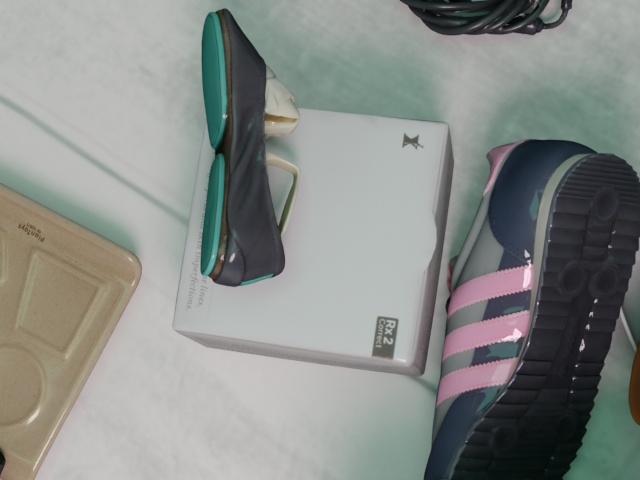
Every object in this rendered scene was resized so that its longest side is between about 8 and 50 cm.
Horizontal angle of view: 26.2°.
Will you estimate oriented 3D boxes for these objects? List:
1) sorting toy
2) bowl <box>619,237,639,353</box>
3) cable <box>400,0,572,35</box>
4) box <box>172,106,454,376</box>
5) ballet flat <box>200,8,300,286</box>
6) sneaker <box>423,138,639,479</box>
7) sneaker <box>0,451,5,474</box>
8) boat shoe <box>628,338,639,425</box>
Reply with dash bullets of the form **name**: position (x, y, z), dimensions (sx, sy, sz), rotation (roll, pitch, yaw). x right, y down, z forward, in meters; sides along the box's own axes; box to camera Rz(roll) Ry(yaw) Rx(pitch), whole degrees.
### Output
- **sorting toy**: position (-0.266, 0.066, 1.105), dimensions (0.193, 0.038, 0.208), rotation (27, 89, 12)
- **bowl**: position (0.291, 0.042, 1.021), dimensions (0.142, 0.053, 0.142), rotation (-18, 78, 3)
- **cable**: position (0.131, -0.253, 1.106), dimensions (0.150, 0.047, 0.185), rotation (-2, 83, 12)
- **box**: position (0.000, 0.000, 1.035), dimensions (0.181, 0.119, 0.181), rotation (8, 80, 9)
- **ballet flat**: position (-0.049, -0.064, 0.964), dimensions (0.074, 0.074, 0.203), rotation (-4, 72, 7)
- **sneaker**: position (0.136, 0.078, 1.024), dimensions (0.112, 0.131, 0.319), rotation (16, 98, -33)
- **sneaker**: position (-0.308, 0.187, 1.068), dimensions (0.170, 0.051, 0.089), rotation (24, 105, 9)
- **boat shoe**: position (0.274, 0.041, 0.967), dimensions (0.073, 0.073, 0.207), rotation (18, 86, -27)
